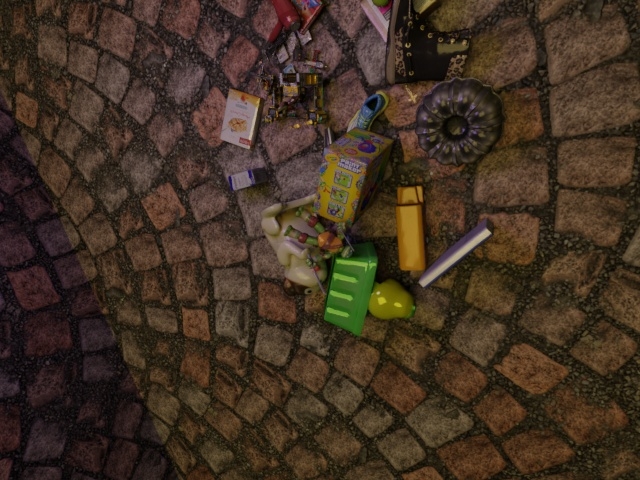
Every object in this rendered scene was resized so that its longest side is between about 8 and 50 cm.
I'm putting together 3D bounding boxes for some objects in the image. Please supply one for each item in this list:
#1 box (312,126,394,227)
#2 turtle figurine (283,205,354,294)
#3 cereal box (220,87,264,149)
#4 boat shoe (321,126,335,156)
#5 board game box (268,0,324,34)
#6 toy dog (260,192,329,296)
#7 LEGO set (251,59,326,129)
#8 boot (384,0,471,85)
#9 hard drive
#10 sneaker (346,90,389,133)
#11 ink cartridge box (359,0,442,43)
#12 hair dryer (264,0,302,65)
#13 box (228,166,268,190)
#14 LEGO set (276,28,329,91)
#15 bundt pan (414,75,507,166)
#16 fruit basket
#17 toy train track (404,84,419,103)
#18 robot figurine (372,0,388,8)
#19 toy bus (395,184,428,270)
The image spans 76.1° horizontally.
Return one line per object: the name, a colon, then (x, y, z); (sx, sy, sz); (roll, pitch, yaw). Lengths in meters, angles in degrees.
box: (0.127, -0.253, 1.599); (0.177, 0.290, 0.279); (24, 129, 16)
turtle figurine: (0.000, 0.000, 1.534); (0.266, 0.274, 0.197); (32, 132, 1)
cereal box: (-0.367, -0.564, 1.907); (0.173, 0.047, 0.240); (22, 111, 17)
boat shoe: (0.035, -0.370, 1.762); (0.069, 0.081, 0.227); (-5, 103, 20)
board game box: (-0.119, -0.998, 1.687); (0.281, 0.027, 0.145); (49, 117, 13)
toy dog: (-0.111, 0.046, 1.806); (0.395, 0.285, 0.407); (-23, 86, 47)
LEGO set: (-0.141, -0.586, 1.684); (0.331, 0.192, 0.254); (23, 121, 27)
boot: (0.378, -0.728, 1.431); (0.284, 0.138, 0.377); (7, 128, 7)
hard drive: (0.527, 0.048, 1.581); (0.040, 0.210, 0.318); (47, 116, 6)
sneaker: (0.172, -0.499, 1.646); (0.091, 0.126, 0.240); (42, 115, 9)
ink cartridge box: (0.295, -0.880, 1.521); (0.235, 0.088, 0.193); (-35, 89, 27)
hair dryer: (-0.174, -0.881, 1.682); (0.224, 0.080, 0.293); (15, 115, 35)
box: (-0.339, -0.289, 1.919); (0.137, 0.126, 0.072); (-11, 99, 25)
LEGO set: (-0.077, -0.763, 1.746); (0.183, 0.060, 0.244); (-25, 85, 32)
bundt pan: (0.493, -0.415, 1.485); (0.331, 0.124, 0.330); (13, 123, 20)
fruit basket: (0.215, 0.213, 1.737); (0.393, 0.283, 0.391); (0, 108, 1)
toy train track: (0.354, -0.577, 1.611); (0.048, 0.014, 0.083); (-31, 89, 26)
robot figurine: (0.222, -0.892, 1.459); (0.101, 0.067, 0.115); (27, 107, 27)
toy bus: (0.372, -0.054, 1.668); (0.108, 0.130, 0.332); (-1, 102, 24)
